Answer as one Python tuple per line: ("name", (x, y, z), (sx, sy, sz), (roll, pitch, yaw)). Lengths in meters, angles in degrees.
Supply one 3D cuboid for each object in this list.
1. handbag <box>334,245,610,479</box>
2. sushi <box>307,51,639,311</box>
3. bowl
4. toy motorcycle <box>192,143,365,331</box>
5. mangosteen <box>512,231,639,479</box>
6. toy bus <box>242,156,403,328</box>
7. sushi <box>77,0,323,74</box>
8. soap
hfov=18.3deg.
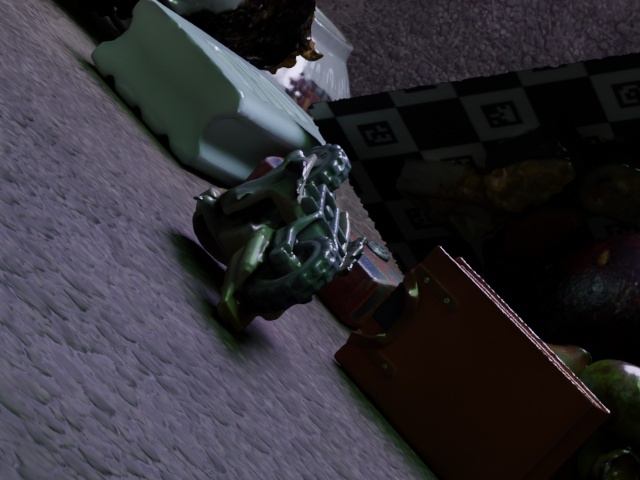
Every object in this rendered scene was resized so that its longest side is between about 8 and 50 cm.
("handbag", (0.114, 0.110, 1.543), (0.190, 0.127, 0.063), (46, 9, 27))
("sushi", (0.203, -0.012, 1.901), (0.359, 0.343, 0.064), (58, 34, -43))
("bowl", (-0.067, -0.210, 2.236), (0.337, 0.157, 0.337), (42, 9, -8))
("toy motorcycle", (-0.039, 0.003, 1.460), (0.229, 0.130, 0.094), (-83, 148, -64))
("mangosteen", (0.298, 0.137, 1.803), (0.311, 0.311, 0.311), (42, 8, -7))
("toy bus", (0.000, 0.000, 1.795), (0.192, 0.065, 0.077), (48, 16, 31))
("sushi", (-0.156, -0.314, 2.040), (0.348, 0.234, 0.207), (52, -9, 21))
("soap", (-0.088, -0.120, 1.892), (0.160, 0.087, 0.265), (47, 8, 25))
